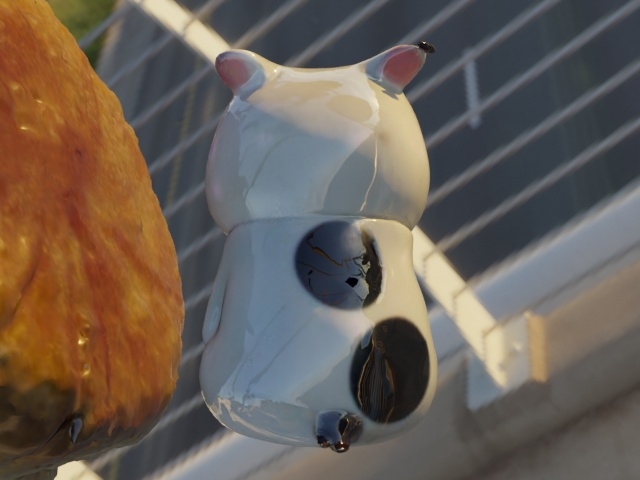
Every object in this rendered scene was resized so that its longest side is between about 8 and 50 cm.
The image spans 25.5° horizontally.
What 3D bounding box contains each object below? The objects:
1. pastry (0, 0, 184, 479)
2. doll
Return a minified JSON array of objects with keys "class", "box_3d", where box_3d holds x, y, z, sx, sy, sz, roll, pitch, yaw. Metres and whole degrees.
[{"class":"pastry","box_3d":[-0.184,-0.019,0.751,0.136,0.329,0.329,-20,34,19]},{"class":"doll","box_3d":[0.000,0.007,0.651,0.107,0.110,0.180,142,127,-75]}]
